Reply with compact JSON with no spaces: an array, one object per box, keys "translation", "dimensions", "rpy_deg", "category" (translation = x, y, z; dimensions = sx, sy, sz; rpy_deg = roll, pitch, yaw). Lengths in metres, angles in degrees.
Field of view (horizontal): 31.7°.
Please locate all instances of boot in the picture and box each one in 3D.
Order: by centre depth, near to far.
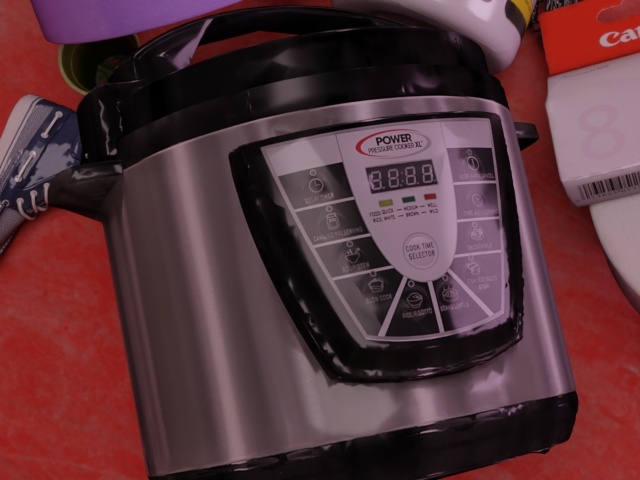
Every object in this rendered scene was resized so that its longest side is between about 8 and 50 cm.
[{"translation":[-0.289,-0.051,1.131],"dimensions":[0.086,0.069,0.190],"rpy_deg":[18,82,9],"category":"boot"}]

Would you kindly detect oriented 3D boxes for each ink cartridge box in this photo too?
[{"translation":[0.295,-0.155,1.012],"dimensions":[0.189,0.066,0.232],"rpy_deg":[-14,62,18],"category":"ink cartridge box"}]

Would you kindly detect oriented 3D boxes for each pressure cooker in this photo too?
[{"translation":[-0.004,0.002,0.956],"dimensions":[0.375,0.370,0.420],"rpy_deg":[-15,79,22],"category":"pressure cooker"}]

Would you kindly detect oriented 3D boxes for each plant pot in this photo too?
[{"translation":[-0.213,-0.174,1.139],"dimensions":[0.083,0.079,0.083],"rpy_deg":[-1,81,4],"category":"plant pot"}]

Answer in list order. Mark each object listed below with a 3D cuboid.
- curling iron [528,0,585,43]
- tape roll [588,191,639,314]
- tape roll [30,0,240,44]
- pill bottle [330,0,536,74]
[{"translation":[0.266,-0.131,1.124],"dimensions":[0.068,0.035,0.274],"rpy_deg":[-17,85,22],"category":"curling iron"},{"translation":[0.430,-0.060,0.974],"dimensions":[0.392,0.072,0.392],"rpy_deg":[-11,58,19],"category":"tape roll"},{"translation":[-0.140,-0.271,1.048],"dimensions":[0.275,0.275,0.090],"rpy_deg":[-16,112,2],"category":"tape roll"},{"translation":[0.151,-0.342,1.084],"dimensions":[0.188,0.188,0.334],"rpy_deg":[21,83,7],"category":"pill bottle"}]
